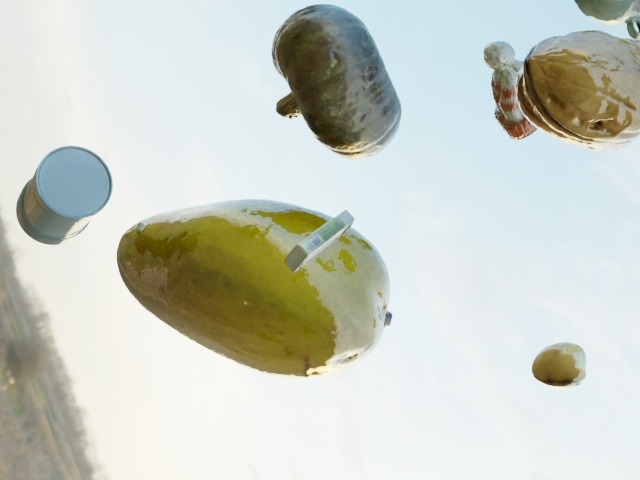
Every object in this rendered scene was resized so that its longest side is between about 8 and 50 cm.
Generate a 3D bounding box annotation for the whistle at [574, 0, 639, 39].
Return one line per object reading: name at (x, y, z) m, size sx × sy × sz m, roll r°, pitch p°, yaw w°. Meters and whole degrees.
whistle at (0.546, -0.511, 1.700) m, size 0.289 × 0.164 × 0.163 m, roll 67°, pitch -19°, yaw 0°

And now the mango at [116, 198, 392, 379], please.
mango at (-0.111, 0.059, 1.259) m, size 0.445 × 0.220 × 0.301 m, roll 9°, pitch -21°, yaw 29°

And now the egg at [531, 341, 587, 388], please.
egg at (0.365, 0.192, 1.383) m, size 0.071 × 0.083 × 0.071 m, roll -5°, pitch 90°, yaw -69°

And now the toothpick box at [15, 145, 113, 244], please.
toothpick box at (-0.348, -0.059, 1.220) m, size 0.153 × 0.101 × 0.101 m, roll -27°, pitch -97°, yaw 59°

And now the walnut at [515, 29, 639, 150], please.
walnut at (0.316, -0.177, 1.067) m, size 0.144 × 0.180 × 0.144 m, roll -166°, pitch -90°, yaw -76°

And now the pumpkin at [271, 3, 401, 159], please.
pumpkin at (0.008, -0.216, 1.222) m, size 0.219 × 0.162 × 0.219 m, roll 60°, pitch 8°, yaw -14°

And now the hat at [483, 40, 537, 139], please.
hat at (0.324, -0.264, 1.523) m, size 0.094 × 0.112 × 0.162 m, roll 20°, pitch -30°, yaw 46°

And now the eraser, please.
eraser at (0.000, 0.000, 0.934) m, size 0.019 × 0.083 × 0.038 m, roll 46°, pitch -42°, yaw 7°
